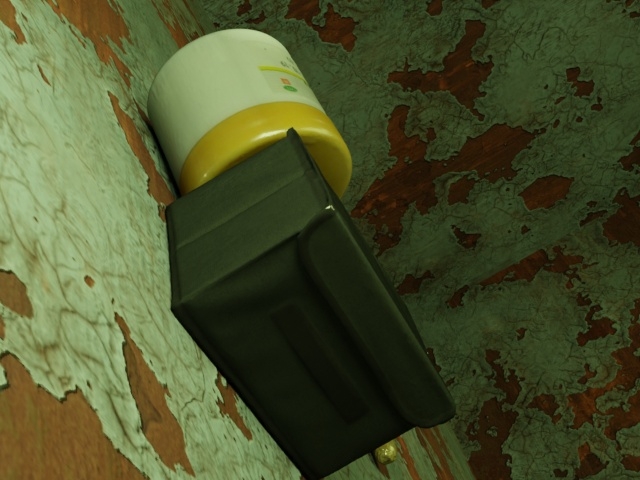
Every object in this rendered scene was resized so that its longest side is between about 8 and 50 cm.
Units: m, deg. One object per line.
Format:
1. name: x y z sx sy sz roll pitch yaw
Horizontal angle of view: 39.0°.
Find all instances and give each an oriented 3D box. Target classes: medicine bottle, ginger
1. medicine bottle: -0.104 -0.143 1.294 0.232 0.238 0.238 63 6 33
2. ginger: 0.118 0.346 1.737 0.299 0.065 0.118 1 73 -82

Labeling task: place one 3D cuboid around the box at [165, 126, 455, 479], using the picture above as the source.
1. box: -0.017 0.081 1.125 0.345 0.204 0.251 57 6 -30
